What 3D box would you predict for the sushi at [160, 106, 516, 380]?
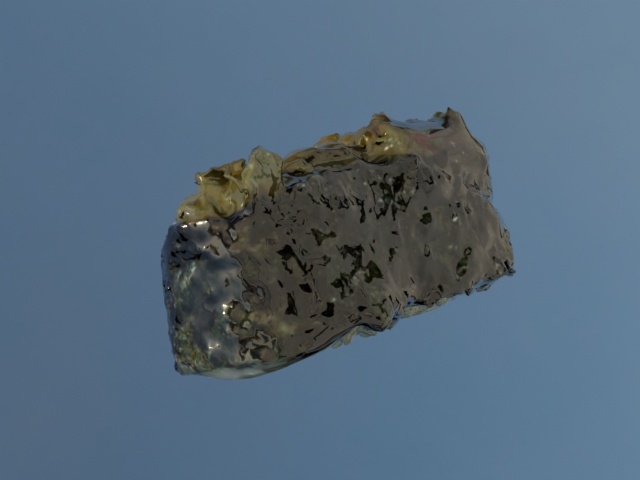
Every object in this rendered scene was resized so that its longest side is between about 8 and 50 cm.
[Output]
[{"bbox_3d":[0.000,0.000,0.852,0.212,0.147,0.115,-18,-92,-42],"label":"sushi"}]
